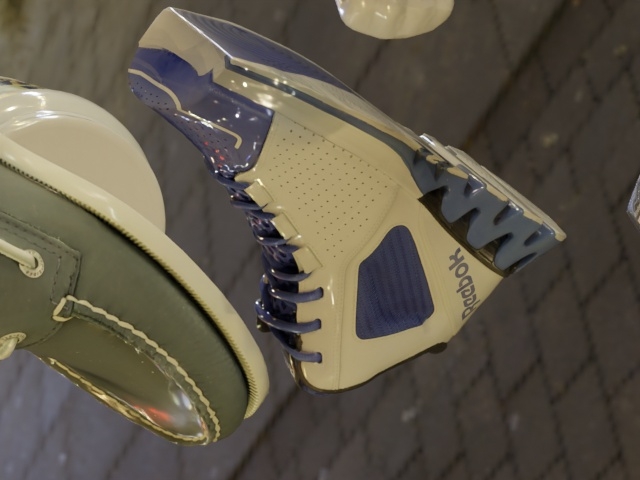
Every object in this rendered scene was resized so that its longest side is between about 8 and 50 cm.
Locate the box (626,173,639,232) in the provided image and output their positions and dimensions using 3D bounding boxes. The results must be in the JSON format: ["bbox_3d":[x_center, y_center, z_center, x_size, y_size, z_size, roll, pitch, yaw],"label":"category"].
[{"bbox_3d":[0.369,-0.001,1.253,0.318,0.097,0.395,58,166,22],"label":"box"}]

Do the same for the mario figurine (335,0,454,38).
[{"bbox_3d":[0.070,-0.214,0.755,0.170,0.198,0.320,-16,16,42],"label":"mario figurine"}]

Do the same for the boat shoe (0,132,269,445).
[{"bbox_3d":[-0.158,0.007,0.707,0.116,0.319,0.099,-17,40,50],"label":"boat shoe"}]

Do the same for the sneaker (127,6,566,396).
[{"bbox_3d":[0.001,0.000,1.097,0.182,0.315,0.127,-57,35,8],"label":"sneaker"}]

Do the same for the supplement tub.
[{"bbox_3d":[-0.294,-0.035,1.681,0.325,0.235,0.235,20,95,65],"label":"supplement tub"}]
